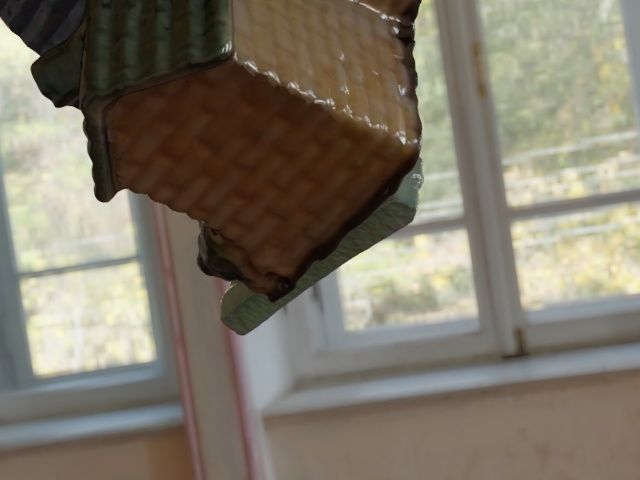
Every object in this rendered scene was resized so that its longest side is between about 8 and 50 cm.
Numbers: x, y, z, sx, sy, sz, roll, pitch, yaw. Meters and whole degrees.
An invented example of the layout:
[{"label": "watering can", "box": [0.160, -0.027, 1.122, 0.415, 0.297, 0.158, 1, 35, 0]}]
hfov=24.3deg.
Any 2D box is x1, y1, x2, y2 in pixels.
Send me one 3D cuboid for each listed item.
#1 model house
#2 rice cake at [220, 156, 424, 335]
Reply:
[{"label": "model house", "box": [-0.061, -0.095, 0.672, 0.172, 0.183, 0.166, 26, -53, -32]}, {"label": "rice cake", "box": [-0.001, 0.001, 1.299, 0.222, 0.042, 0.080, -35, 28, 30]}]
